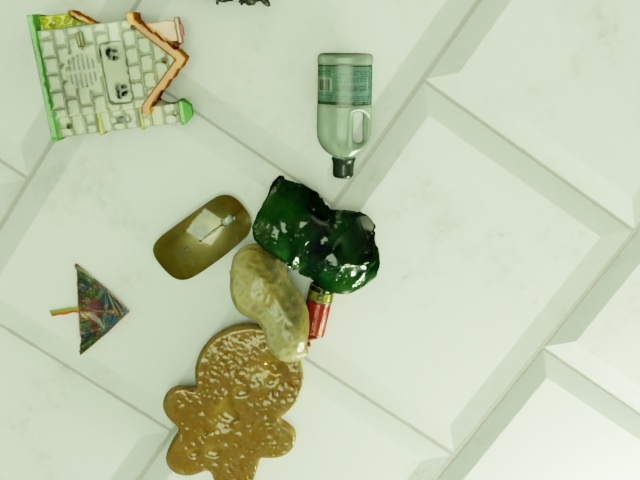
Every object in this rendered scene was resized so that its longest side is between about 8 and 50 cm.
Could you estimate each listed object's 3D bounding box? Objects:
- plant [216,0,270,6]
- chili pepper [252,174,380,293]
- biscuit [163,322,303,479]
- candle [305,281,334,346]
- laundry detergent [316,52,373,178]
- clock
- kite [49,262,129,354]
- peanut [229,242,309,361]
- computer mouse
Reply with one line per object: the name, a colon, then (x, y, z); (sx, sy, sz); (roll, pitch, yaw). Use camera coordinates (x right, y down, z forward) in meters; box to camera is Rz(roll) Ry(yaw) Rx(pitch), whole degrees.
plant: (-0.172, -0.467, 1.432); (0.203, 0.131, 0.142); (-2, 101, 0)
chili pepper: (0.006, 0.001, 1.545); (0.265, 0.116, 0.148); (38, 66, -14)
biscuit: (-0.169, 0.327, 1.667); (0.275, 0.052, 0.354); (19, 102, -6)
candle: (-0.009, 0.145, 1.621); (0.052, 0.052, 0.130); (12, 105, -2)
laundry detergent: (0.043, -0.224, 1.519); (0.099, 0.070, 0.225); (-1, 103, -6)
clock: (-0.361, -0.303, 1.494); (0.256, 0.106, 0.219); (-7, 105, -2)
kite: (-0.452, 0.137, 1.645); (0.159, 0.010, 0.189); (2, 102, 2)
peanut: (-0.094, 0.119, 1.571); (0.110, 0.120, 0.236); (-25, 90, 35)
computer mouse: (-0.224, -0.004, 1.590); (0.199, 0.045, 0.102); (-34, 104, 9)
